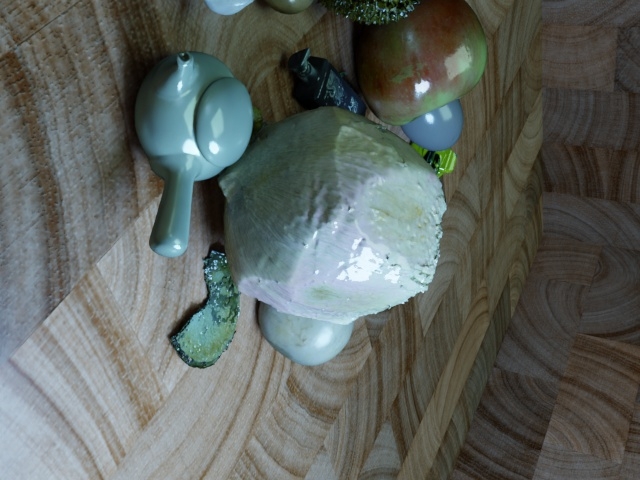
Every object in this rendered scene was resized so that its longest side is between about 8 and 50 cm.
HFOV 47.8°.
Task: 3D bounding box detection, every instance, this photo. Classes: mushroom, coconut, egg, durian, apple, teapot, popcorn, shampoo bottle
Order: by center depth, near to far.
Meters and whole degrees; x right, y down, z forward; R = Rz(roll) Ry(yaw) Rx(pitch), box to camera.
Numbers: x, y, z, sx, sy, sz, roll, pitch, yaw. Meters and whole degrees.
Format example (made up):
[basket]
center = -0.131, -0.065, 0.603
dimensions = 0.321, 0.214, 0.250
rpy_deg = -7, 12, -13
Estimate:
[teapot]
center = -0.201, -0.139, 1.146
dimensions = 0.220, 0.149, 0.319
rpy_deg = -2, 100, -61
[coconut]
center = -0.011, -0.054, 1.296
dimensions = 0.404, 0.404, 0.405
rpy_deg = -31, 126, -55
[popcorn]
center = -0.141, -0.218, 1.332
dimensions = 0.068, 0.059, 0.083
rpy_deg = 49, 34, -7
[durian]
center = 0.110, -0.584, 1.509
dimensions = 0.293, 0.258, 0.258
rpy_deg = -56, 148, -10
[mushroom]
center = -0.020, 0.164, 1.554
dimensions = 0.209, 0.206, 0.207
rpy_deg = 16, 85, -64
[shampoo bottle]
center = 0.011, -0.320, 1.577
dimensions = 0.309, 0.071, 0.098
rpy_deg = 31, 78, -60
[apple]
center = 0.230, -0.441, 1.711
dimensions = 0.319, 0.319, 0.277
rpy_deg = -34, 101, -54
[egg]
center = 0.307, -0.346, 2.007
dimensions = 0.232, 0.176, 0.176
rpy_deg = 47, 58, -44

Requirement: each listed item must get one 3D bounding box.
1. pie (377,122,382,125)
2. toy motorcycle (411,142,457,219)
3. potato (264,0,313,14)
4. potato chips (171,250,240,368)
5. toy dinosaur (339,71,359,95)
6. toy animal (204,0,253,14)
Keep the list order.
[pie]
center = 0.083, -0.199, 1.698
dimensions = 0.187, 0.041, 0.187
rpy_deg = -40, 162, -16
[toy motorcycle]
center = 0.294, -0.145, 2.109
dimensions = 0.206, 0.142, 0.343
rpy_deg = 140, -29, -71
[potato]
center = -0.061, -0.480, 1.347
dimensions = 0.147, 0.112, 0.112
rpy_deg = -10, 108, -53
[potato chips]
center = -0.206, 0.134, 1.373
dimensions = 0.202, 0.029, 0.220
rpy_deg = 34, 72, -61
[toy dinosaur]
center = 0.064, -0.369, 1.712
dimensions = 0.083, 0.021, 0.062
rpy_deg = -25, 110, -53
[toy animal]
center = -0.091, -0.454, 1.031
dimensions = 0.241, 0.367, 0.196
rpy_deg = 55, 48, -40
